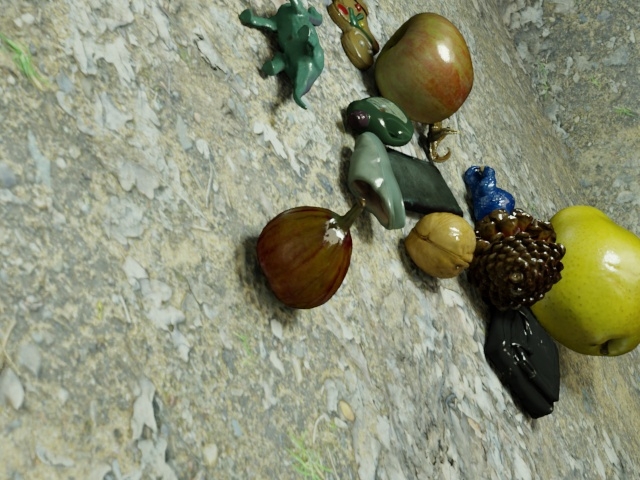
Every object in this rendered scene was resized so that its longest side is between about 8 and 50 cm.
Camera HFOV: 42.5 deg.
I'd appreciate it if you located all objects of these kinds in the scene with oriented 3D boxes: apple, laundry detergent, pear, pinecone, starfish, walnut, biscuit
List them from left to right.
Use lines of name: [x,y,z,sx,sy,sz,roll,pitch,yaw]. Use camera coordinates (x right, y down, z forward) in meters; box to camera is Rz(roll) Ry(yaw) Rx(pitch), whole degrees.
biscuit: [0.091,-0.555,2.104,0.196,0.049,0.302,32,41,-40]
laundry detergent: [0.128,-0.265,1.857,0.144,0.078,0.221,48,25,10]
apple: [0.265,-0.424,2.050,0.234,0.257,0.257,38,33,-11]
starfish: [0.325,-0.302,2.178,0.074,0.146,0.190,11,41,-1]
walnut: [0.268,0.010,1.790,0.180,0.144,0.144,33,39,-55]
pinecone: [0.461,0.025,2.012,0.246,0.246,0.292,51,14,-20]
pear: [0.748,0.116,2.271,0.362,0.362,0.419,31,41,-44]

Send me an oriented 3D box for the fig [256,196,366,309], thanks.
fig: [-0.015,0.006,1.303,0.149,0.202,0.148,36,-1,30]

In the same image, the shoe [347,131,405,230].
shoe: [0.099,-0.120,1.690,0.100,0.103,0.251,-9,50,-16]

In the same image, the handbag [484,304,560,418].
handbag: [0.495,0.271,2.005,0.244,0.088,0.275,52,30,-11]

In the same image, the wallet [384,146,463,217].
wallet: [0.213,-0.133,1.921,0.318,0.045,0.173,7,54,-52]

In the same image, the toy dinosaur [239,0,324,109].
toy dinosaur: [-0.021,-0.392,1.733,0.331,0.129,0.384,20,49,-63]

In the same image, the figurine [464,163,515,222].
figurine: [0.464,-0.109,2.269,0.164,0.120,0.262,48,13,-38]
